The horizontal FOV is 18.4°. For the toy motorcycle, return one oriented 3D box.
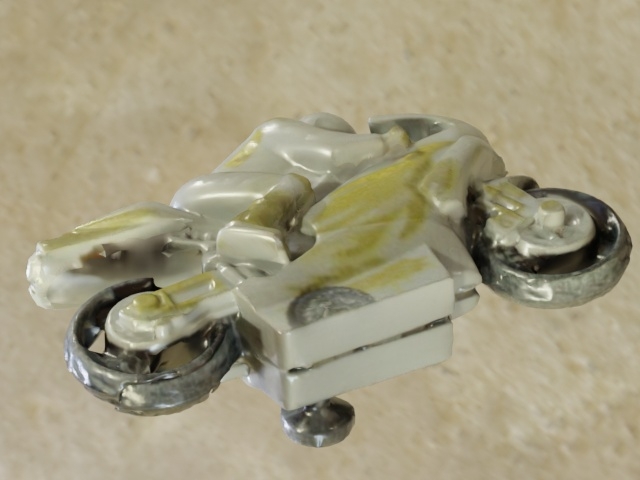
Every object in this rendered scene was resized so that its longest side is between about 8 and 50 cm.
[{"bbox_3d":[0.000,0.000,0.778,0.228,0.074,0.151,-15,40,-12],"label":"toy motorcycle"}]
